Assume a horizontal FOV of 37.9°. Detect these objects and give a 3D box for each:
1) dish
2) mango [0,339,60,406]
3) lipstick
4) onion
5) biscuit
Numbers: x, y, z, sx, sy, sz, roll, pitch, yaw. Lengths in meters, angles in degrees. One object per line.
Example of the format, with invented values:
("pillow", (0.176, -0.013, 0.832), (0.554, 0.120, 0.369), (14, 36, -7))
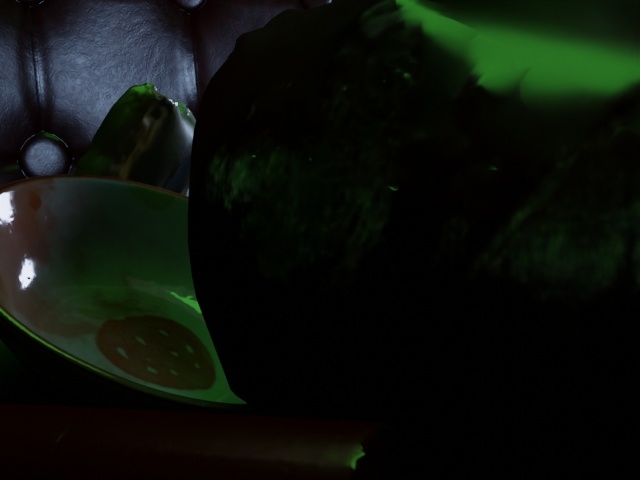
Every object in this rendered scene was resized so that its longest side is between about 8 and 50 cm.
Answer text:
("dish", (-0.114, 0.056, 0.622), (0.260, 0.085, 0.260), (20, 24, -9))
("mango", (-0.224, 0.088, 0.695), (0.194, 0.092, 0.130), (4, 2, 0))
("lipstick", (-0.098, 0.106, 0.401), (0.279, 0.073, 0.073), (-3, 5, 29))
("onion", (0.122, -0.094, 0.483), (0.398, 0.421, 0.398), (4, 14, -1))
("biscuit", (-0.201, -0.037, 0.987), (0.078, 0.329, 0.335), (32, 24, -1))
